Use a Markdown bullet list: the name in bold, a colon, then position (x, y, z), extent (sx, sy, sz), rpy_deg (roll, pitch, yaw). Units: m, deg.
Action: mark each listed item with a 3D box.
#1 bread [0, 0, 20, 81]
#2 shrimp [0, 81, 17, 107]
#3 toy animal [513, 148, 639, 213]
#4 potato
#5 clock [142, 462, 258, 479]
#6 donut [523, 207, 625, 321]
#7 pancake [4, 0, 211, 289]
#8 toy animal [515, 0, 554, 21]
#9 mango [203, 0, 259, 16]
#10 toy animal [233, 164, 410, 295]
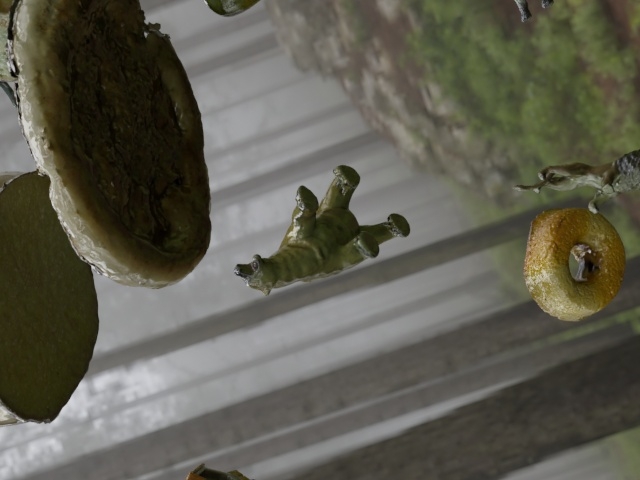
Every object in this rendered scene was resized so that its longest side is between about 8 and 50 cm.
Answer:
- **bread**: position (-0.445, -0.272, 1.724), extent (0.088, 0.232, 0.128), rpy_deg (-92, 9, -47)
- **shrimp**: position (-0.531, -0.138, 1.861), extent (0.221, 0.166, 0.410), rpy_deg (-82, 16, -60)
- **toy animal**: position (0.390, -0.083, 1.918), extent (0.069, 0.220, 0.086), rpy_deg (69, -159, -47)
- **potato**: position (-0.602, 0.103, 2.259), extent (0.385, 0.320, 0.442), rpy_deg (65, -150, -41)
- **clock**: position (-0.145, 0.462, 2.073), extent (0.310, 0.166, 0.235), rpy_deg (25, 178, -44)
- **donut**: position (0.409, 0.031, 2.091), extent (0.174, 0.075, 0.190), rpy_deg (41, -120, -14)
- **pancake**: position (-0.229, -0.140, 1.519), extent (0.382, 0.071, 0.382), rpy_deg (47, -145, -49)
- **toy animal**: position (0.253, -0.386, 1.717), extent (0.176, 0.217, 0.073), rpy_deg (51, -141, 9)
- **mango**: position (-0.048, -0.371, 1.589), extent (0.133, 0.267, 0.111), rpy_deg (35, 154, 11)
- **toy animal**: position (0.000, 0.000, 1.331), extent (0.103, 0.101, 0.219), rpy_deg (52, -156, 1)
